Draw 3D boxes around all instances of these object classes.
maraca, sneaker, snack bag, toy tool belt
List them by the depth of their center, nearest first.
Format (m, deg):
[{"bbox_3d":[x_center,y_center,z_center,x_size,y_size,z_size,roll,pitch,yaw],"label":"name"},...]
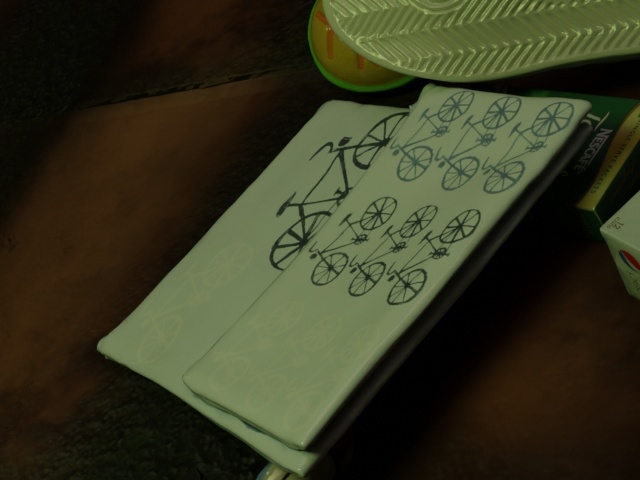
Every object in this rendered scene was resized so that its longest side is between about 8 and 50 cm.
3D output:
[{"bbox_3d":[-0.019,0.151,0.845,0.051,0.052,0.083,15,57,34],"label":"toy tool belt"},{"bbox_3d":[0.000,0.000,0.952,0.323,0.037,0.342,-49,29,-15],"label":"snack bag"},{"bbox_3d":[0.181,-0.191,0.992,0.350,0.131,0.148,4,11,16],"label":"sneaker"},{"bbox_3d":[0.075,-0.203,1.124,0.186,0.099,0.127,-21,79,17],"label":"maraca"}]

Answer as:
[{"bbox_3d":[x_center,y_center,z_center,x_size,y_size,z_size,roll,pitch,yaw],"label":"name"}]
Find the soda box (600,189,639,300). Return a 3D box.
[{"bbox_3d":[0.290,-0.042,0.823,0.216,0.069,0.074,-42,39,-11],"label":"soda box"}]

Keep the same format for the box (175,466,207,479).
[{"bbox_3d":[-0.144,0.271,0.807,0.233,0.044,0.159,-34,37,-2],"label":"box"}]

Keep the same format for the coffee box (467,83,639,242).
[{"bbox_3d":[0.165,-0.065,0.959,0.184,0.040,0.113,16,59,45],"label":"coffee box"}]
